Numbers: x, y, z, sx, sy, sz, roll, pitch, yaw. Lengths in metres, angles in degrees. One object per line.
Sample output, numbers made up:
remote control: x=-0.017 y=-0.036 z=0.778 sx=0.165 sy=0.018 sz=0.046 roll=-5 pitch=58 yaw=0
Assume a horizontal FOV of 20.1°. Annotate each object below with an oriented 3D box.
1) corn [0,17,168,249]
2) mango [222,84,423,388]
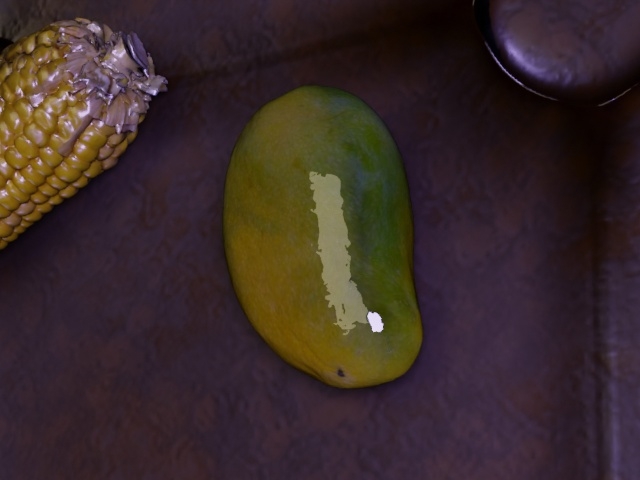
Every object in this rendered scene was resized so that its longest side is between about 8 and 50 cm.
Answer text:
corn: x=-0.241 y=-0.040 z=1.227 sx=0.318 sy=0.115 sz=0.115 roll=-37 pitch=57 yaw=18
mango: x=-0.003 y=-0.001 z=1.065 sx=0.122 sy=0.085 sz=0.191 roll=-15 pitch=65 yaw=26
